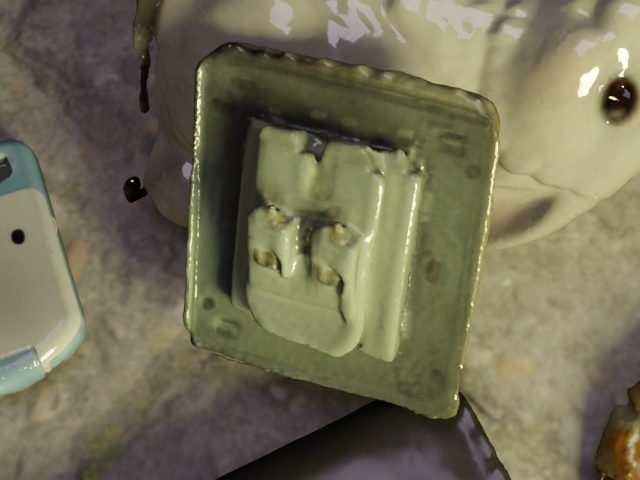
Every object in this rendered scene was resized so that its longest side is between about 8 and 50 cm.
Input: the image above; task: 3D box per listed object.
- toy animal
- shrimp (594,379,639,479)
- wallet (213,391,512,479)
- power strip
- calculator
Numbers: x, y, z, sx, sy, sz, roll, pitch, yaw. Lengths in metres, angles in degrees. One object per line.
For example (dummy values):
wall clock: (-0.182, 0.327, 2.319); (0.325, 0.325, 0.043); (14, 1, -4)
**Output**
toy animal: (0.060, -0.102, 0.869); (0.357, 0.194, 0.257); (17, 107, 16)
shrimp: (0.249, 0.206, 0.782); (0.154, 0.062, 0.294); (-9, 60, 14)
wallet: (-0.054, 0.256, 0.780); (0.406, 0.062, 0.228); (-25, 65, -6)
power strip: (0.000, 0.000, 0.779); (0.198, 0.213, 0.064); (12, 22, 22)
calculator: (-0.243, 0.015, 0.927); (0.121, 0.039, 0.210); (-18, 63, -6)
